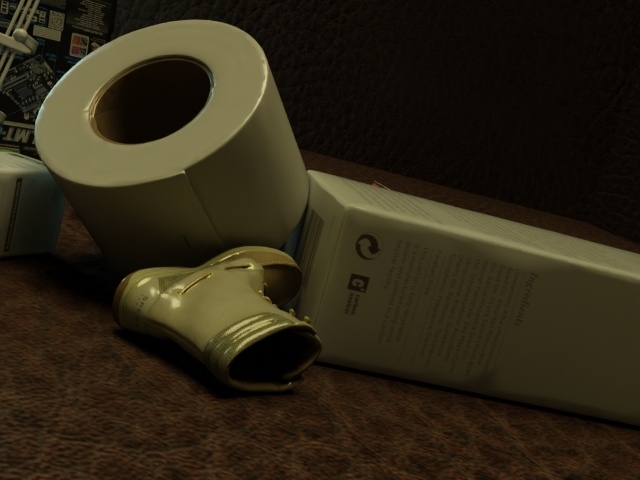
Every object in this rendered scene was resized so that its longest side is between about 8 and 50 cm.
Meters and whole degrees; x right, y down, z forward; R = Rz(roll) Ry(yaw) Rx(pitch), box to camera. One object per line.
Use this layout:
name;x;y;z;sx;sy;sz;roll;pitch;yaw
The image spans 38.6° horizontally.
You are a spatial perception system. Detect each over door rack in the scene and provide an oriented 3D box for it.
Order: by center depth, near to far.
over door rack;-0.527;-0.312;1.192;0.324;0.239;0.108;20;-12;1

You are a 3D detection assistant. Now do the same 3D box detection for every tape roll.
tape roll;-0.149;-0.089;0.959;0.246;0.246;0.169;22;-30;30

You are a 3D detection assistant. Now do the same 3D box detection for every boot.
boot;-0.056;0.069;0.829;0.165;0.077;0.213;23;21;38

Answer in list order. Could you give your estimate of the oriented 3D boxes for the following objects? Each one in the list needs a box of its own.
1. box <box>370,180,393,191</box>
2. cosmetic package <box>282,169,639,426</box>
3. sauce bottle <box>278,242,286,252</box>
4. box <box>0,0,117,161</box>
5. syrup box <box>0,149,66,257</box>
box;0.165;0.024;1.230;0.233;0.044;0.159;41;-1;-33
cosmetic package;0.195;0.065;1.013;0.453;0.161;0.230;13;10;-13
sauce bottle;0.000;0.000;1.231;0.111;0.111;0.344;21;12;28
box;-0.464;-0.261;1.404;0.073;0.293;0.296;13;7;39
syrup box;-0.362;-0.037;0.899;0.093;0.096;0.237;18;9;20
